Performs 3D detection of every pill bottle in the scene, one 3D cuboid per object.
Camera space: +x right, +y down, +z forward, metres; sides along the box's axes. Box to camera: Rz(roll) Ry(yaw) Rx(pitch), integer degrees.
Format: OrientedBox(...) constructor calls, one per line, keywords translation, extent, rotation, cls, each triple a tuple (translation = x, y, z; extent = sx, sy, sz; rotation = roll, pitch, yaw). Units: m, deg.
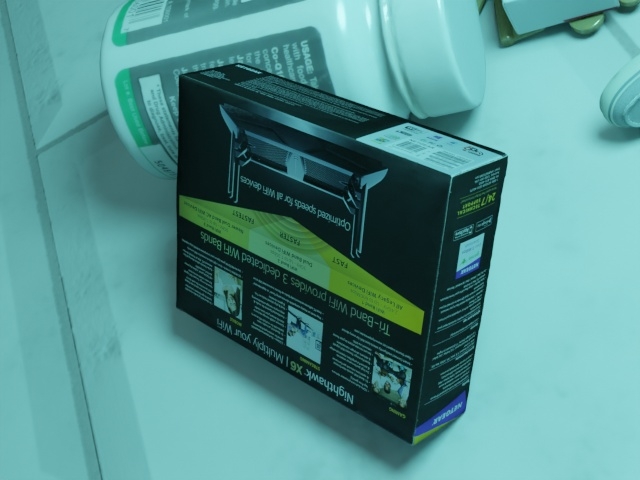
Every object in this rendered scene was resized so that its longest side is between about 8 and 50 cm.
OrientedBox(translation=(-0.026, -0.187, 1.042), extent=(0.361, 0.204, 0.204), rotation=(-8, 56, 21), cls="pill bottle")

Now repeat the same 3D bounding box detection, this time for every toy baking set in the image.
OrientedBox(translation=(0.270, -0.316, 1.086), extent=(0.197, 0.030, 0.256), rotation=(12, 74, 31), cls="toy baking set")

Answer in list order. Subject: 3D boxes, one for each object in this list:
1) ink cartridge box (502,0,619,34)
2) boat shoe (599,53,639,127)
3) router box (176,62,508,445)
OrientedBox(translation=(0.240, -0.303, 1.037), extent=(0.109, 0.063, 0.150), rotation=(-12, 63, 22), cls="ink cartridge box")
OrientedBox(translation=(0.369, -0.147, 0.901), extent=(0.228, 0.079, 0.081), rotation=(-21, 48, 9), cls="boat shoe")
OrientedBox(translation=(0.000, 0.000, 0.886), extent=(0.309, 0.243, 0.081), rotation=(26, 32, 36), cls="router box")
